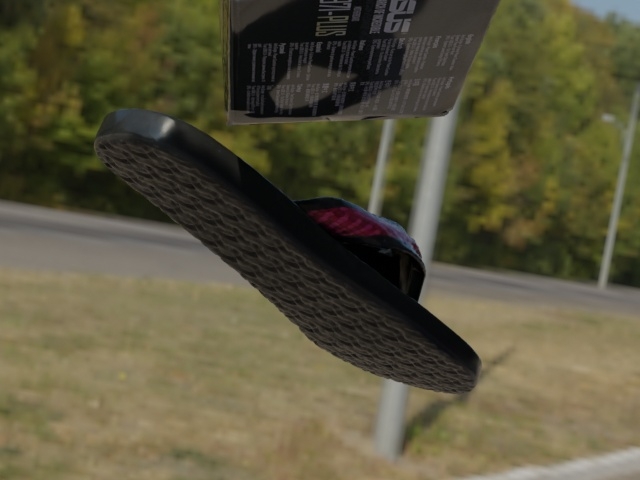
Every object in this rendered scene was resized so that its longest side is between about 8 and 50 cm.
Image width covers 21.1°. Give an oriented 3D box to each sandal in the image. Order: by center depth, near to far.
[{"bbox_3d":[0.000,0.000,0.595,0.067,0.040,0.179,-4,-36,49],"label":"sandal"}]

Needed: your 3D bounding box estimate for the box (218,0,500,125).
[{"bbox_3d":[0.006,-0.129,0.497,0.077,0.147,0.180,-3,-14,-4],"label":"box"}]
